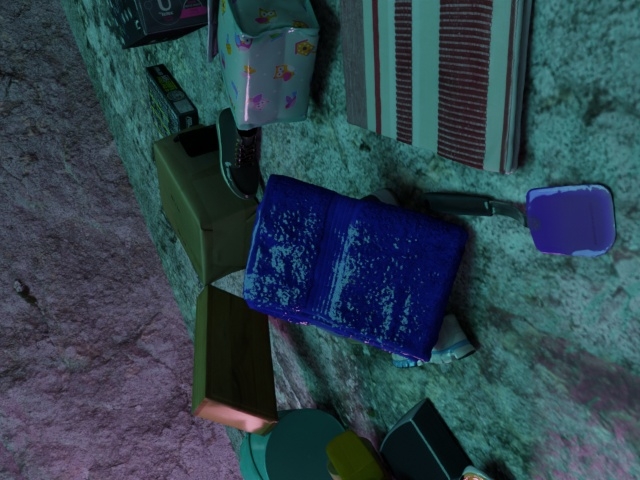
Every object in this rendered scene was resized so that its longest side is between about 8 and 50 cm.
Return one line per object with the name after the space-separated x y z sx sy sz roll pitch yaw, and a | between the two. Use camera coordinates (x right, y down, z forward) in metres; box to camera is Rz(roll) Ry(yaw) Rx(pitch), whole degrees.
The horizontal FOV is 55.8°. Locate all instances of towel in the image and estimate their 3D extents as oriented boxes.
0.039 0.047 0.888 0.308 0.076 0.227 15 113 12 | towel
0.131 -0.234 0.771 0.329 0.037 0.237 34 137 50 | towel

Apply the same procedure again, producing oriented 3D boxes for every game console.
-0.307 -0.255 1.570 0.107 0.122 0.071 -5 105 65 | game console

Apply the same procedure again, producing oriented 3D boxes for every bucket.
-0.060 0.570 1.580 0.281 0.281 0.183 64 152 9 | bucket

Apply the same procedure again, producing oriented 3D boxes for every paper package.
-0.318 -0.093 1.679 0.324 0.168 0.309 55 155 26 | paper package

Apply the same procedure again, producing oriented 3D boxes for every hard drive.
0.193 0.424 1.167 0.172 0.054 0.254 57 154 25 | hard drive

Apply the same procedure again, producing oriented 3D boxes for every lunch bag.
-0.111 -0.361 1.030 0.223 0.160 0.262 106 148 -59 | lunch bag

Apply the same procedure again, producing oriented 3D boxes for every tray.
-0.228 0.301 1.599 0.076 0.203 0.411 -51 28 26 | tray

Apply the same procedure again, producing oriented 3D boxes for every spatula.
0.222 -0.035 0.745 0.296 0.030 0.084 17 127 60 | spatula

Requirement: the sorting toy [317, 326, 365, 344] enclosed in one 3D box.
0.030 0.145 1.150 0.229 0.041 0.307 31 162 -15 | sorting toy

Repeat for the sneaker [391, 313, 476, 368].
0.174 0.159 0.983 0.191 0.071 0.082 -33 74 58 | sneaker

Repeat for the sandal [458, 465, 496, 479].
0.258 0.476 1.022 0.102 0.076 0.265 31 144 26 | sandal

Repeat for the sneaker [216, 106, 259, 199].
-0.182 -0.198 1.403 0.118 0.083 0.222 16 123 61 | sneaker

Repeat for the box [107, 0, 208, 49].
-0.392 -0.556 1.445 0.270 0.165 0.143 19 126 61 | box

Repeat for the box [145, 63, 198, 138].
-0.451 -0.379 1.855 0.270 0.060 0.216 52 152 33 | box

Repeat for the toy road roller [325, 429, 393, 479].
0.065 0.586 1.259 0.202 0.241 0.329 62 173 -18 | toy road roller

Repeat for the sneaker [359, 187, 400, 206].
0.038 0.035 1.043 0.099 0.153 0.282 54 153 30 | sneaker
